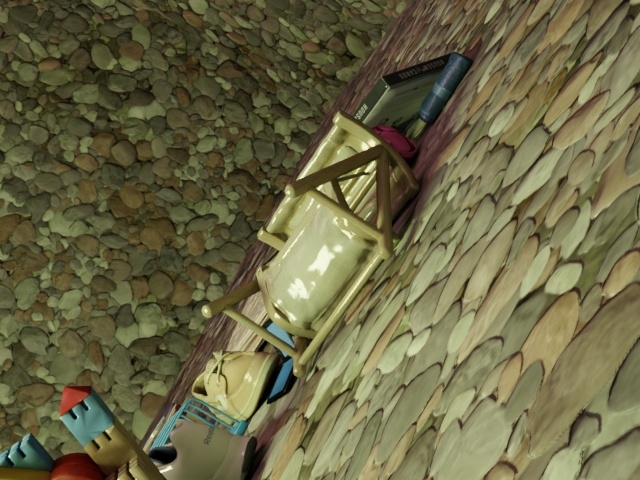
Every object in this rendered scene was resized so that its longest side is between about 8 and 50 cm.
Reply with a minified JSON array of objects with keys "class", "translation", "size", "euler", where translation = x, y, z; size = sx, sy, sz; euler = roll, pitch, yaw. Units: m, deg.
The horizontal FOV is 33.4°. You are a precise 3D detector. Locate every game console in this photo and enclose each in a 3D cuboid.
[{"class":"game console","translation":[-0.067,0.171,1.567],"size":[0.071,0.107,0.122],"euler":[-31,-6,-23]}]

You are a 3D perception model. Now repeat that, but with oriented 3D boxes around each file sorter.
[{"class":"file sorter","translation":[-0.207,0.335,1.715],"size":[0.118,0.104,0.170],"euler":[-62,7,-28]}]

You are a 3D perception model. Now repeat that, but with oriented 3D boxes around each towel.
[{"class":"towel","translation":[0.192,-0.239,1.668],"size":[0.119,0.029,0.067],"euler":[-57,8,13]},{"class":"towel","translation":[-0.089,0.103,2.119],"size":[0.317,0.053,0.332],"euler":[-53,9,34]}]

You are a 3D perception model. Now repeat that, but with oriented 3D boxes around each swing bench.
[{"class":"swing bench","translation":[0.000,0.000,1.467],"size":[0.253,0.165,0.254],"euler":[-55,2,33]}]

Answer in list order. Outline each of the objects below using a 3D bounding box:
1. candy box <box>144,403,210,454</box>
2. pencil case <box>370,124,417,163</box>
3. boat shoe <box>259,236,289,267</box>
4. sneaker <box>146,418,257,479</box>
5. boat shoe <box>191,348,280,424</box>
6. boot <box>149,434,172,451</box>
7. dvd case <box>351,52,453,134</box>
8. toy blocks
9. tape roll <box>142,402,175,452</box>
[{"class":"candy box","translation":[-0.333,0.487,2.038],"size":[0.316,0.088,0.183],"euler":[-56,7,24]},{"class":"pencil case","translation":[0.061,-0.079,1.657],"size":[0.098,0.095,0.209],"euler":[-1,-52,-55]},{"class":"boat shoe","translation":[0.011,-0.040,1.815],"size":[0.324,0.097,0.116],"euler":[-55,6,27]},{"class":"sneaker","translation":[-0.201,0.349,1.498],"size":[0.297,0.129,0.111],"euler":[-56,9,30]},{"class":"boat shoe","translation":[-0.148,0.233,1.758],"size":[0.109,0.098,0.302],"euler":[-61,7,-22]},{"class":"boot","translation":[-0.256,0.445,1.827],"size":[0.106,0.082,0.219],"euler":[37,-118,-62]},{"class":"dvd case","translation":[0.112,-0.210,1.781],"size":[0.179,0.029,0.238],"euler":[-25,-18,-39]},{"class":"toy blocks","translation":[-0.334,0.361,1.321],"size":[0.381,0.261,0.191],"euler":[-37,10,-5]},{"class":"tape roll","translation":[-0.324,0.439,2.224],"size":[0.189,0.080,0.189],"euler":[-57,6,9]}]
